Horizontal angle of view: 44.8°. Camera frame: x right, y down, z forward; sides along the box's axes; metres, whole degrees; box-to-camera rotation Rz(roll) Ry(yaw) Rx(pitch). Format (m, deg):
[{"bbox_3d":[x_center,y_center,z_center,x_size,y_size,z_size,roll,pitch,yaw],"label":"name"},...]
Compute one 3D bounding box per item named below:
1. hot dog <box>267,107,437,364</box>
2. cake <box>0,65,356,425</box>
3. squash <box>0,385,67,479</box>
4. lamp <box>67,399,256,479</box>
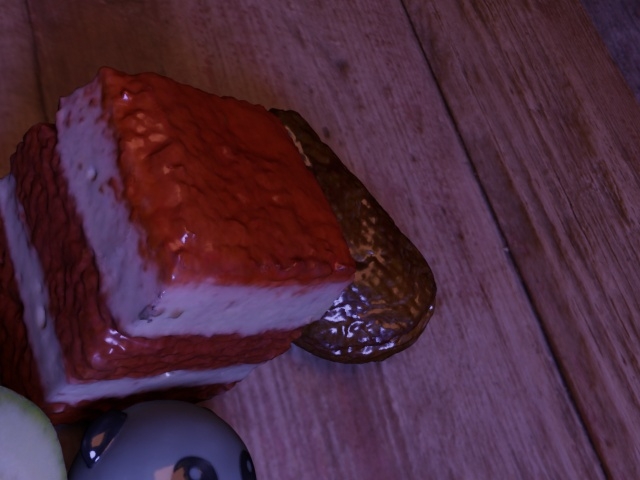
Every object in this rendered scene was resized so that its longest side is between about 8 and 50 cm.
[{"bbox_3d":[0.000,0.000,1.096,0.387,0.174,0.267,49,45,-11],"label":"hot dog"},{"bbox_3d":[-0.167,0.013,0.824,0.269,0.319,0.270,3,56,-48],"label":"cake"},{"bbox_3d":[-0.281,0.255,0.619,0.189,0.260,0.189,23,44,-24],"label":"squash"},{"bbox_3d":[-0.152,0.280,0.766,0.197,0.197,0.244,2,69,-37],"label":"lamp"}]
